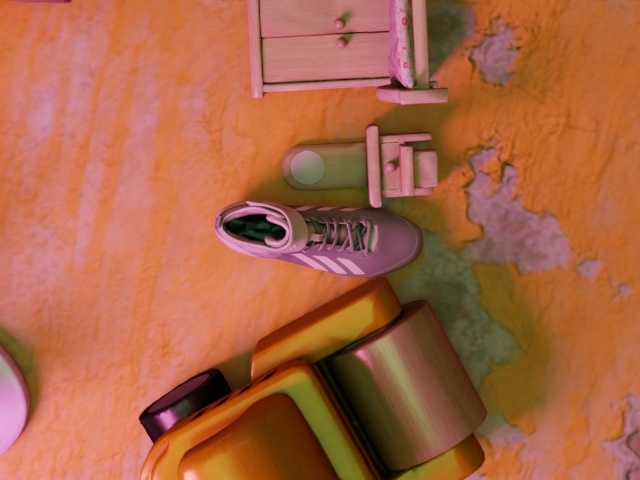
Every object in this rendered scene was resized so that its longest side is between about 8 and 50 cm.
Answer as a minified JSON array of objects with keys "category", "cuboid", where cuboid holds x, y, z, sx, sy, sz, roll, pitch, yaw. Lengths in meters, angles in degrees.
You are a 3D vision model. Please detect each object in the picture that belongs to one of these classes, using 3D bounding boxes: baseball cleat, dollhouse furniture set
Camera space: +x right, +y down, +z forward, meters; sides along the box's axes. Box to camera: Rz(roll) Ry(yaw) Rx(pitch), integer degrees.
[{"category":"baseball cleat","cuboid":[0.000,0.000,1.501,0.206,0.109,0.072,2,91,-3]},{"category":"dollhouse furniture set","cuboid":[0.017,-0.164,1.360,0.174,0.355,0.303,-3,97,1]}]

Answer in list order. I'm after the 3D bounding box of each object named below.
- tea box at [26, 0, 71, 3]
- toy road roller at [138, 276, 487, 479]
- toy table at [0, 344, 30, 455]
[{"category":"tea box","cuboid":[-0.385,-0.389,1.399,0.329,0.220,0.323,5,97,-1]},{"category":"toy road roller","cuboid":[-0.010,0.198,1.457,0.329,0.240,0.202,-29,96,3]},{"category":"toy table","cuboid":[-0.426,0.154,1.491,0.274,0.161,0.252,4,97,-2]}]
